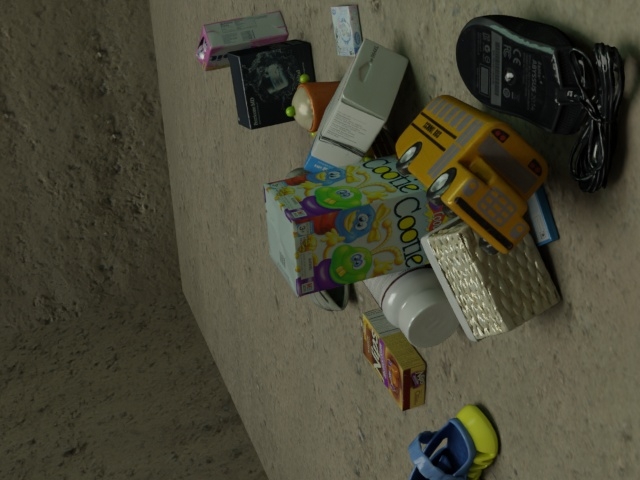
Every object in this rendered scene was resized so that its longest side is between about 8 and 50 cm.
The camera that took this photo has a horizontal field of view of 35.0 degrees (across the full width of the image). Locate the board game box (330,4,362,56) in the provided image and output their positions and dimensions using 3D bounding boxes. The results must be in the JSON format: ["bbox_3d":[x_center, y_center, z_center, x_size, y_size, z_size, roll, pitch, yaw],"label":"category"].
[{"bbox_3d":[0.048,-0.381,1.843,0.090,0.020,0.090,-149,47,-67],"label":"board game box"}]

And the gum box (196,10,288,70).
[{"bbox_3d":[-0.176,-0.434,2.220,0.107,0.188,0.062,126,128,-67],"label":"gum box"}]

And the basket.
[{"bbox_3d":[0.234,0.041,1.389,0.167,0.113,0.103,63,160,-1],"label":"basket"}]

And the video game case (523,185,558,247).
[{"bbox_3d":[0.271,-0.041,1.419,0.166,0.015,0.119,143,112,-71],"label":"video game case"}]

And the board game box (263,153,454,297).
[{"bbox_3d":[0.064,-0.032,1.632,0.144,0.275,0.142,-129,30,-54],"label":"board game box"}]

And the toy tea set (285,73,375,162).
[{"bbox_3d":[0.027,-0.161,1.904,0.336,0.124,0.200,-122,25,-45],"label":"toy tea set"}]

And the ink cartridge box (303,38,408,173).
[{"bbox_3d":[0.057,-0.209,1.684,0.203,0.086,0.148,124,168,-57],"label":"ink cartridge box"}]

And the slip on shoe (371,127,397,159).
[{"bbox_3d":[0.121,-0.133,1.780,0.135,0.051,0.041,69,-158,-2],"label":"slip on shoe"}]

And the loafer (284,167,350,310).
[{"bbox_3d":[0.000,0.000,2.164,0.111,0.112,0.319,21,131,63],"label":"loafer"}]

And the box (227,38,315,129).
[{"bbox_3d":[-0.098,-0.325,2.112,0.093,0.158,0.156,-144,42,-64],"label":"box"}]

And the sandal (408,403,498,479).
[{"bbox_3d":[0.210,0.410,1.765,0.126,0.138,0.317,-124,24,-43],"label":"sandal"}]

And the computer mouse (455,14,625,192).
[{"bbox_3d":[0.271,-0.192,1.225,0.272,0.072,0.188,41,145,44],"label":"computer mouse"}]

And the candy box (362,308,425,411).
[{"bbox_3d":[0.141,0.229,1.980,0.186,0.053,0.109,-124,25,-51],"label":"candy box"}]

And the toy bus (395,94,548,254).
[{"bbox_3d":[0.190,-0.093,1.298,0.108,0.130,0.332,41,-174,-16],"label":"toy bus"}]

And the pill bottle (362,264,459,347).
[{"bbox_3d":[0.144,0.074,1.726,0.221,0.121,0.121,-123,26,-46],"label":"pill bottle"}]
